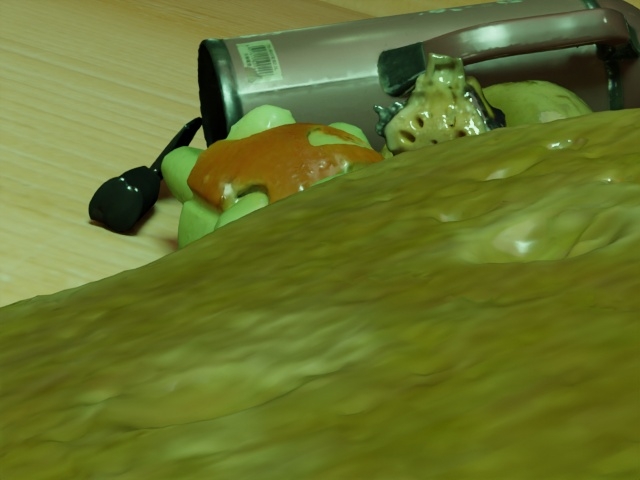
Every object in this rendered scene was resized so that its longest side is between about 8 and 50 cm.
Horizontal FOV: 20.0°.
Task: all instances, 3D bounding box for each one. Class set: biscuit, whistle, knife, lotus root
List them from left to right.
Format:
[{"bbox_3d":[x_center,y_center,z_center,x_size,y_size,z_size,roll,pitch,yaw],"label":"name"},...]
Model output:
[{"bbox_3d":[-0.094,-0.051,1.108,0.028,0.060,0.230,37,12,-2],"label":"knife"},{"bbox_3d":[0.000,0.000,0.881,0.131,0.106,0.288,11,13,-33],"label":"whistle"},{"bbox_3d":[0.117,-0.009,0.991,0.154,0.140,0.257,6,-10,38],"label":"lotus root"},{"bbox_3d":[0.065,0.036,0.529,0.365,0.062,0.385,-21,16,-24],"label":"biscuit"}]

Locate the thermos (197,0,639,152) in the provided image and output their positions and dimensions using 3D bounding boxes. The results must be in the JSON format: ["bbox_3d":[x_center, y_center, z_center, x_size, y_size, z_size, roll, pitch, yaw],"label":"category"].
[{"bbox_3d":[0.097,-0.100,1.095,0.330,0.136,0.109,-9,44,-10],"label":"thermos"}]
